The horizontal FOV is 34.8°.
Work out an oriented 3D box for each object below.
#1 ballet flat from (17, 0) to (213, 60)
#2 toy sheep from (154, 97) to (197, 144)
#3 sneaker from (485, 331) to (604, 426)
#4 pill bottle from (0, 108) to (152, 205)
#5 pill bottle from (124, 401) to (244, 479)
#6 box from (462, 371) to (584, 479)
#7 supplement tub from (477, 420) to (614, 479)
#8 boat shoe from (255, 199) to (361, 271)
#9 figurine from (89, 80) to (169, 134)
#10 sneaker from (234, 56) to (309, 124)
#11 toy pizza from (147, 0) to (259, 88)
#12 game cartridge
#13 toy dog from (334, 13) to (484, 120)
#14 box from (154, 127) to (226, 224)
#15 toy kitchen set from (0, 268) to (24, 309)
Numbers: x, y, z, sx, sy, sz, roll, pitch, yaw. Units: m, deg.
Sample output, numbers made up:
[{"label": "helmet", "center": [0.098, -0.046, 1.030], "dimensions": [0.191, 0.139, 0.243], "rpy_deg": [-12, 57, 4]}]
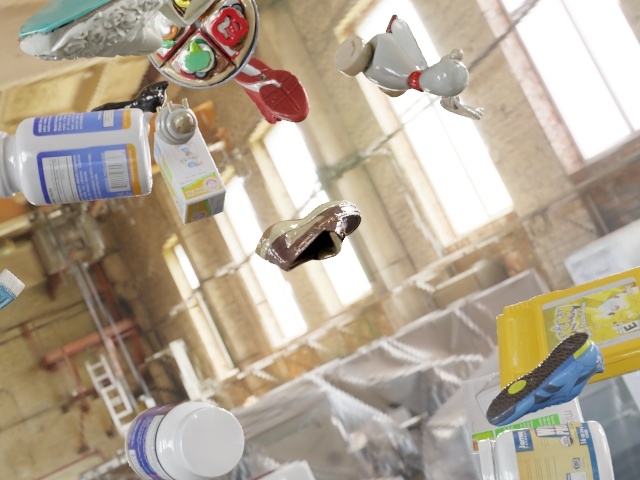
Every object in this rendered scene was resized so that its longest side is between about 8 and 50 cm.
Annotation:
[{"label": "ballet flat", "center": [-0.232, -0.339, 1.420], "dimensions": [0.409, 0.147, 0.147], "rpy_deg": [-48, 6, -32]}, {"label": "toy sheep", "center": [-0.293, -0.234, 2.057], "dimensions": [0.091, 0.091, 0.132], "rpy_deg": [-23, 6, -25]}, {"label": "sneaker", "center": [0.346, 0.229, 1.543], "dimensions": [0.209, 0.082, 0.069], "rpy_deg": [-35, 15, -15]}, {"label": "pill bottle", "center": [-0.431, -0.139, 1.742], "dimensions": [0.272, 0.152, 0.152], "rpy_deg": [-6, -9, -6]}, {"label": "pill bottle", "center": [-0.256, 0.382, 1.927], "dimensions": [0.153, 0.153, 0.264], "rpy_deg": [-22, 1, -33]}, {"label": "box", "center": [0.429, 0.385, 2.123], "dimensions": [0.231, 0.127, 0.262], "rpy_deg": [-17, 24, 12]}, {"label": "supplement tub", "center": [0.360, 0.372, 1.641], "dimensions": [0.199, 0.144, 0.144], "rpy_deg": [-8, -5, 7]}, {"label": "boat shoe", "center": [0.000, 0.000, 2.396], "dimensions": [0.342, 0.123, 0.123], "rpy_deg": [-18, -42, -50]}, {"label": "figurine", "center": [-0.434, -0.253, 2.254], "dimensions": [0.209, 0.092, 0.215], "rpy_deg": [-26, 31, 28]}, {"label": "sneaker", "center": [-0.073, -0.269, 1.997], "dimensions": [0.087, 0.221, 0.128], "rpy_deg": [-41, -40, -3]}, {"label": "toy pizza", "center": [-0.197, -0.343, 1.630], "dimensions": [0.201, 0.201, 0.032], "rpy_deg": [-28, 4, 16]}, {"label": "game cartridge", "center": [0.489, 0.167, 1.902], "dimensions": [0.323, 0.053, 0.285], "rpy_deg": [-17, 23, 15]}, {"label": "toy dog", "center": [0.187, -0.372, 2.037], "dimensions": [0.333, 0.161, 0.220], "rpy_deg": [21, 0, 35]}, {"label": "box", "center": [-0.306, -0.158, 2.389], "dimensions": [0.103, 0.203, 0.114], "rpy_deg": [-19, -22, -18]}, {"label": "toy kitchen set", "center": [-0.703, 0.092, 1.923], "dimensions": [0.122, 0.207, 0.166], "rpy_deg": [-31, 22, 37]}]
